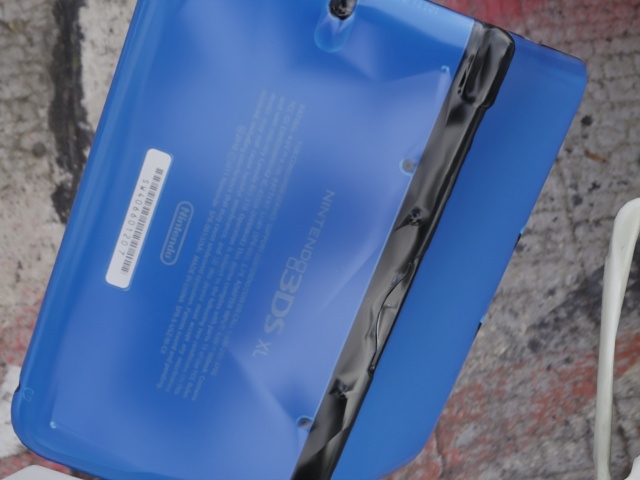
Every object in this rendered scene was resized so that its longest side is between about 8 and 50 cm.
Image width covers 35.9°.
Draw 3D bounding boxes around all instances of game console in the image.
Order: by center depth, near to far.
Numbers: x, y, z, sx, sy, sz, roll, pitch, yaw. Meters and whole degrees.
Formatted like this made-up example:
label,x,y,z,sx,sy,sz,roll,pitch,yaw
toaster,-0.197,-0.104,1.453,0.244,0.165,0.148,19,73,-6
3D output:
label,x,y,z,sx,sy,sz,roll,pitch,yaw
game console,0.000,0.000,0.565,0.250,0.173,0.293,20,104,-3

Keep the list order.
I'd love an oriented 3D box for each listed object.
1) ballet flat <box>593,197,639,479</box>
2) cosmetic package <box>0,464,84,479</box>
label,x,y,z,sx,sy,sz,roll,pitch,yaw
ballet flat,0.192,-0.018,0.393,0.147,0.147,0.409,23,71,9
cosmetic package,-0.211,0.431,0.816,0.394,0.329,0.327,8,105,31
